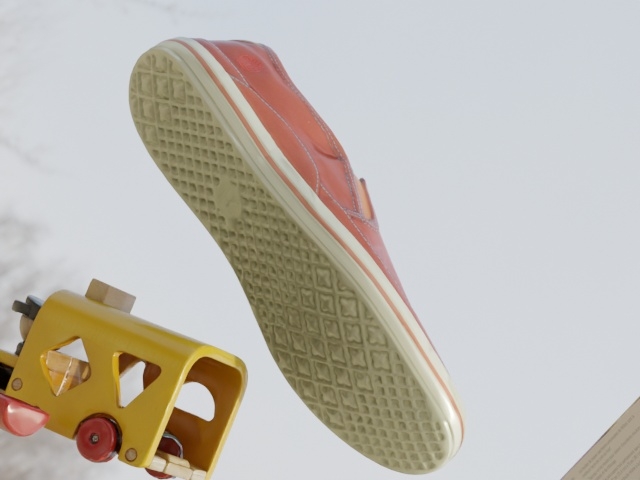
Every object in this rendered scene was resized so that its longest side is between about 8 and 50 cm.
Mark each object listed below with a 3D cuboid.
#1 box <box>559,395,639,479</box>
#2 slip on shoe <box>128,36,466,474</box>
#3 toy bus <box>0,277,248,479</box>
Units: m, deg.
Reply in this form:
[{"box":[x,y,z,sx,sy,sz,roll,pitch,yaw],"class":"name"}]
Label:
[{"box":[0.222,0.165,1.301,0.067,0.063,0.324,48,-47,16],"class":"box"},{"box":[0.000,0.000,1.187,0.331,0.101,0.123,56,-41,14],"class":"slip on shoe"},{"box":[-0.147,0.079,1.168,0.202,0.104,0.191,24,-5,-19],"class":"toy bus"}]
